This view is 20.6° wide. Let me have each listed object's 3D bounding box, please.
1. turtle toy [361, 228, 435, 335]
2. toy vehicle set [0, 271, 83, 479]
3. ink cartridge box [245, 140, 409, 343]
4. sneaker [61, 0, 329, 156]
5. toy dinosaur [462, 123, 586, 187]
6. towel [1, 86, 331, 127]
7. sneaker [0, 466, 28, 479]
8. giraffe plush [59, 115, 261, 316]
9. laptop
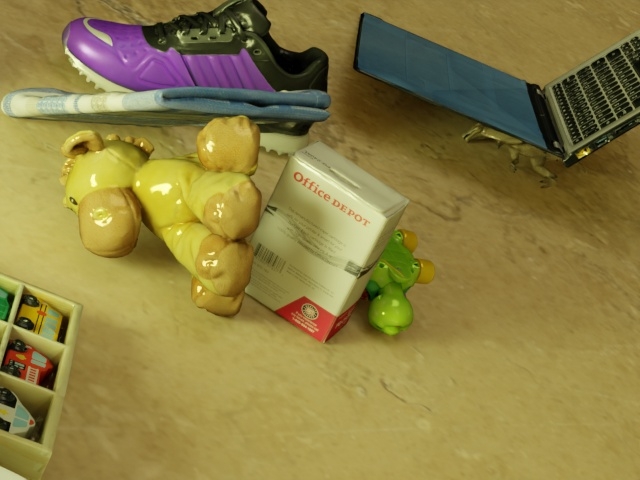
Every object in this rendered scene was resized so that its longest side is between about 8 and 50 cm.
[{"bbox_3d":[0.057,0.036,1.704,0.095,0.066,0.130,10,32,-29],"label":"turtle toy"},{"bbox_3d":[-0.272,0.084,1.322,0.166,0.035,0.267,22,18,-11],"label":"toy vehicle set"},{"bbox_3d":[0.000,0.000,1.624,0.109,0.150,0.063,34,29,13],"label":"ink cartridge box"},{"bbox_3d":[-0.123,-0.207,1.878,0.293,0.146,0.102,18,29,-17],"label":"sneaker"},{"bbox_3d":[0.268,-0.110,2.151,0.183,0.053,0.093,16,28,-19],"label":"toy dinosaur"},{"bbox_3d":[-0.151,-0.131,1.684,0.209,0.034,0.285,0,2,-39],"label":"towel"},{"bbox_3d":[-0.301,0.164,1.152,0.258,0.094,0.091,20,46,6],"label":"sneaker"},{"bbox_3d":[-0.149,-0.041,1.575,0.170,0.181,0.210,4,34,-9],"label":"giraffe plush"},{"bbox_3d":[0.278,-0.258,2.163,0.236,0.408,0.382,56,12,-13],"label":"laptop"}]
